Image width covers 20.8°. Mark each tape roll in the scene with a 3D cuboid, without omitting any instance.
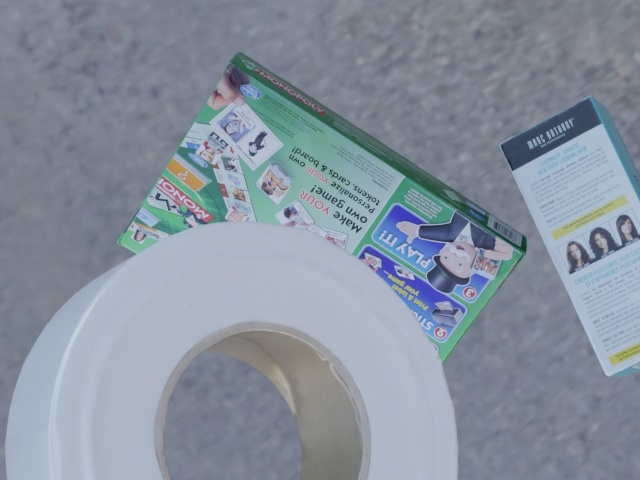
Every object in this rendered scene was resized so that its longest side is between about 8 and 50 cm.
[{"bbox_3d":[-0.056,0.134,1.127,0.286,0.286,0.100,61,151,-3],"label":"tape roll"}]

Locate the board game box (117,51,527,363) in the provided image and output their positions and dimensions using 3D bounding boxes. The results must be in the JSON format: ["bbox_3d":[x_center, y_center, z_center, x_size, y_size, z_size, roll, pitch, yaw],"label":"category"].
[{"bbox_3d":[0.000,0.000,1.608,0.317,0.046,0.213,33,113,-4],"label":"board game box"}]

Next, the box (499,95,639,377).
[{"bbox_3d":[0.265,-0.003,1.618,0.100,0.060,0.244,-28,74,19],"label":"box"}]
